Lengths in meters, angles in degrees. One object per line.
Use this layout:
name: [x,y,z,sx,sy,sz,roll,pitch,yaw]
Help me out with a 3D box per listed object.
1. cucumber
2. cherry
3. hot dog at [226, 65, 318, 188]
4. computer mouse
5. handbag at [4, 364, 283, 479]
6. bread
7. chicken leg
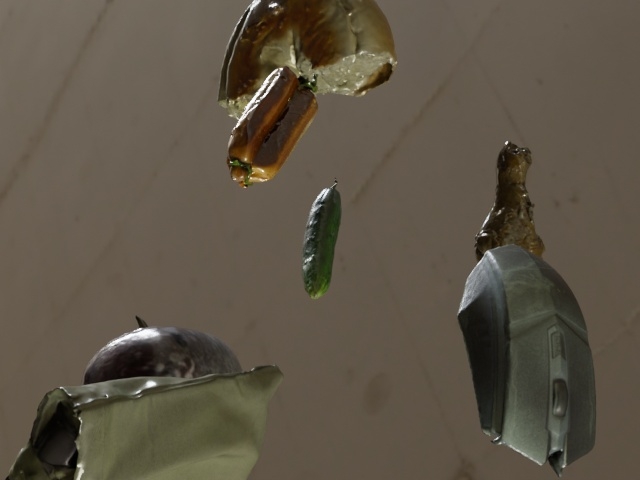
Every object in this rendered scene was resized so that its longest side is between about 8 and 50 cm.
cucumber: [0.000,0.000,1.224,0.039,0.039,0.168,-40,-149,42]
cherry: [-0.211,0.235,1.583,0.218,0.255,0.296,-16,-109,13]
hot dog: [-0.055,-0.127,1.254,0.055,0.072,0.188,-27,-158,39]
computer mouse: [0.204,0.104,1.080,0.071,0.126,0.231,-44,-136,50]
handbag: [-0.183,0.252,1.067,0.109,0.253,0.316,43,-66,39]
bread: [-0.026,-0.301,1.775,0.314,0.171,0.192,-24,-107,35]
chicken leg: [0.236,-0.028,1.436,0.085,0.069,0.198,0,-96,25]
